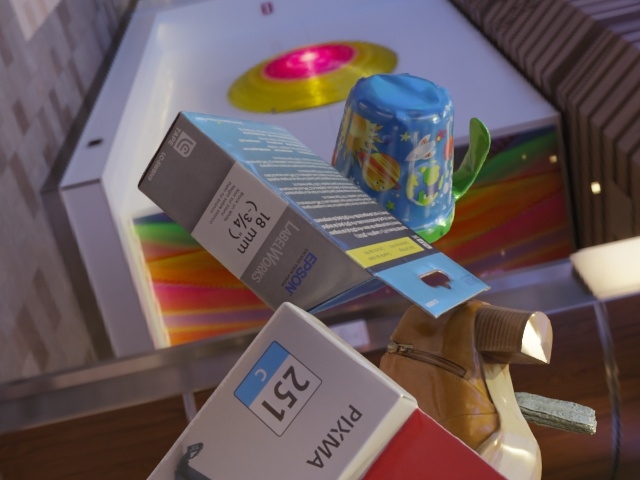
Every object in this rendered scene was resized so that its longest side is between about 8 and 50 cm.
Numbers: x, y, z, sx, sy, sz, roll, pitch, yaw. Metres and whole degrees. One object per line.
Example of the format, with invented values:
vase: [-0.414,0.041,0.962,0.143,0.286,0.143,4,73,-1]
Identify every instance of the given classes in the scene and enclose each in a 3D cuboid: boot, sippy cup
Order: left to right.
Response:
sippy cup: [0.119,-0.141,1.307,0.305,0.240,0.224,-42,147,-45]
boot: [0.138,0.207,0.898,0.104,0.211,0.295,31,67,-30]

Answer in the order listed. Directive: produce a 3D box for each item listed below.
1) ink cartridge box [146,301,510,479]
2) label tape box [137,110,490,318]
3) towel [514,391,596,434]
ink cartridge box: [-0.017,0.243,0.657,0.261,0.296,0.066,36,-2,26]
label tape box: [0.000,0.000,0.883,0.333,0.106,0.240,40,18,17]
towel: [0.406,0.300,1.405,0.110,0.148,0.027,-21,120,-73]
